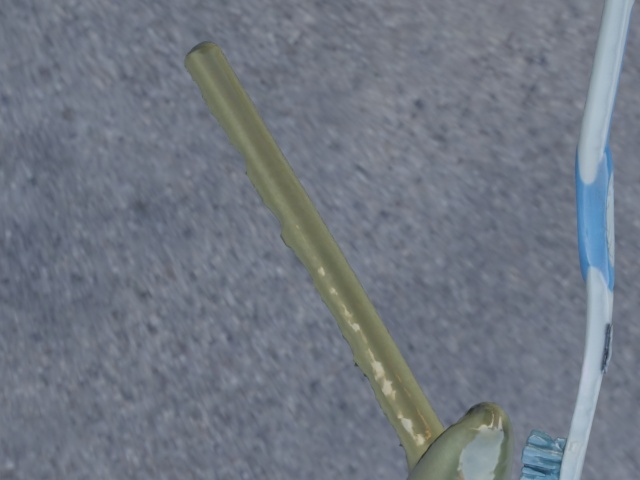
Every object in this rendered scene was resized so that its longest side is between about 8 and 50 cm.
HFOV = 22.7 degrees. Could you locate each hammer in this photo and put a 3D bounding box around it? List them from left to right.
[{"bbox_3d":[0.000,0.000,0.462,0.028,0.195,0.060,-19,145,-19],"label":"hammer"}]

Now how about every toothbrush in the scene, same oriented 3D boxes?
[{"bbox_3d":[0.147,-0.022,0.831,0.040,0.040,0.386,2,109,-17],"label":"toothbrush"}]
